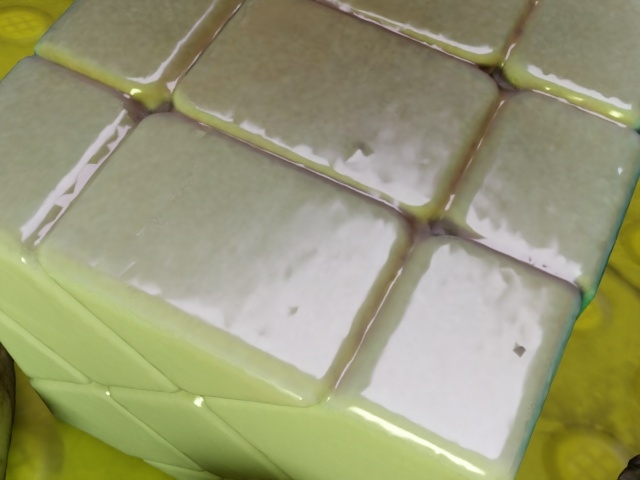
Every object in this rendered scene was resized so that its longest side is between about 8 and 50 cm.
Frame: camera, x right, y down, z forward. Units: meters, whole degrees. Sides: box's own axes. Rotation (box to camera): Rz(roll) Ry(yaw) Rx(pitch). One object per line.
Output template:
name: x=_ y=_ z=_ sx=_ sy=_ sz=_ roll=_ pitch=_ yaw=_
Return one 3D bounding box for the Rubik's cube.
Rubik's cube: x=0.000 y=0.000 z=0.559 sx=0.319 sy=0.322 sz=0.316 roll=24 pitch=60 yaw=12

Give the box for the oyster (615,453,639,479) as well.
oyster: x=0.261 y=0.238 z=0.556 sx=0.337 sy=0.133 sz=0.198 roll=-29 pitch=59 yaw=-32

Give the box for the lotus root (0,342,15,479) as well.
lotus root: x=-0.266 y=0.135 z=0.573 sx=0.110 sy=0.097 sz=0.258 roll=8 pitch=36 yaw=-14
